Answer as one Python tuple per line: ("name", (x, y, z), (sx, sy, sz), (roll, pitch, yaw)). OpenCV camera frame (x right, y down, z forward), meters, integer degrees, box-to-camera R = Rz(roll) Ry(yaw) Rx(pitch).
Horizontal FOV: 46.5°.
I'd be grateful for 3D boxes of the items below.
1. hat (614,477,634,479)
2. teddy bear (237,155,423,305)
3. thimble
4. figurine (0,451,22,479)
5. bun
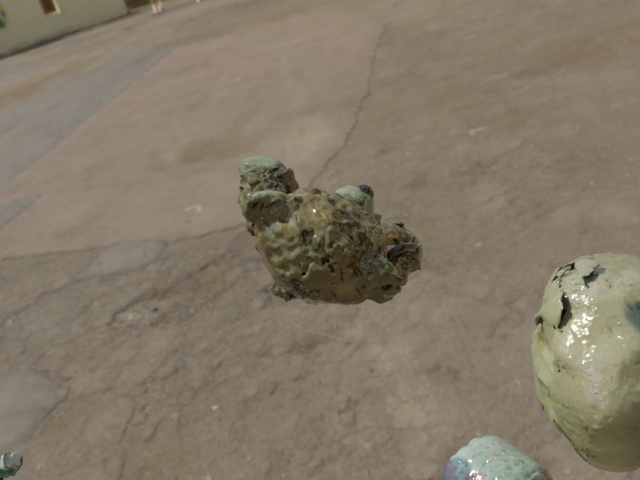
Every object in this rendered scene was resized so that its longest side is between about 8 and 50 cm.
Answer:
("hat", (0.642, 0.486, 1.393), (0.144, 0.166, 0.173), (-55, 13, 30))
("teddy bear", (0.000, 0.000, 0.862), (0.156, 0.267, 0.256), (-63, 2, -7))
("thimble", (0.336, 0.493, 1.440), (0.210, 0.186, 0.149), (-16, 27, -28))
("figurine", (-0.509, 0.360, 1.174), (0.106, 0.047, 0.060), (-30, -2, 29))
("bun", (0.297, 0.123, 0.794), (0.141, 0.239, 0.239), (-2, 26, 24))
